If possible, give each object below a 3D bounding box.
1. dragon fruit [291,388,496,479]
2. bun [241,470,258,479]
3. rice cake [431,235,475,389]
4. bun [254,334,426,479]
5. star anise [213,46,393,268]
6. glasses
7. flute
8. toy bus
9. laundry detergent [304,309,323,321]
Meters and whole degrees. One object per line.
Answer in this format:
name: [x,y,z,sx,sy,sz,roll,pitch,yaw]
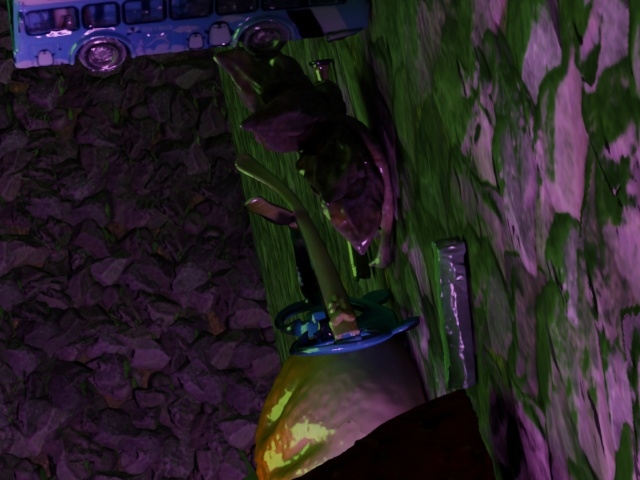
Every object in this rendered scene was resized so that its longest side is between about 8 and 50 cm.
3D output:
dragon fruit: [0.038,0.301,0.987,0.329,0.286,0.228,63,-178,-14]
bun: [0.006,0.412,1.658,0.360,0.211,0.359,-11,-90,-82]
rice cake: [0.095,0.052,1.059,0.021,0.022,0.121,-114,15,-63]
bun: [0.020,0.233,1.426,0.299,0.165,0.299,169,90,-86]
star anise: [0.009,-0.077,1.311,0.262,0.081,0.230,50,-172,-25]
glasses: [-0.027,0.026,1.345,0.207,0.102,0.239,45,180,-7]
flute: [0.022,-0.073,1.533,0.027,0.027,0.233,137,121,-83]
toy bus: [-0.109,-0.222,1.219,0.131,0.297,0.106,97,162,-52]
laundry detergent: [0.013,0.147,1.830,0.206,0.061,0.096,87,172,-52]
